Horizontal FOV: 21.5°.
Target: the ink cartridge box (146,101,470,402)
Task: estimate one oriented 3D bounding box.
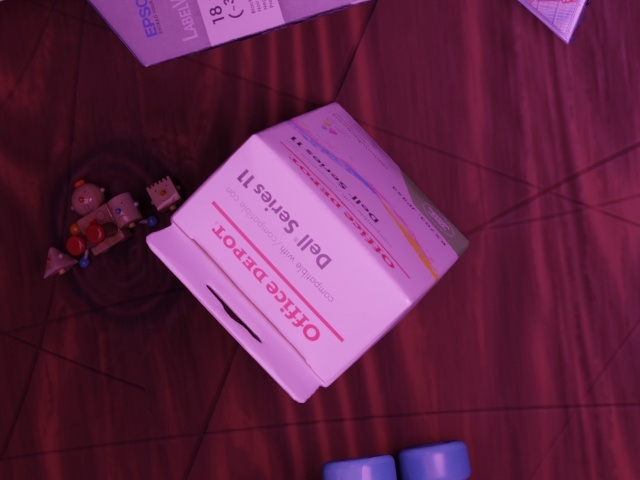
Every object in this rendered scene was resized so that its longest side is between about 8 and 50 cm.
[{"bbox_3d":[0.000,0.000,1.532,0.207,0.353,0.119,46,109,2],"label":"ink cartridge box"}]

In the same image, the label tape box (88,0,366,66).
[{"bbox_3d":[-0.087,-0.237,1.571,0.334,0.240,0.106,-15,98,18],"label":"label tape box"}]

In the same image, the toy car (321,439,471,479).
[{"bbox_3d":[0.031,0.327,1.706,0.238,0.210,0.219,-12,84,46],"label":"toy car"}]

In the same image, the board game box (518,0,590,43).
[{"bbox_3d":[0.200,-0.288,1.576,0.194,0.060,0.194,10,102,13],"label":"board game box"}]

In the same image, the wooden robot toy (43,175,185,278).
[{"bbox_3d":[-0.231,-0.032,1.743,0.173,0.076,0.079,-31,81,18],"label":"wooden robot toy"}]
